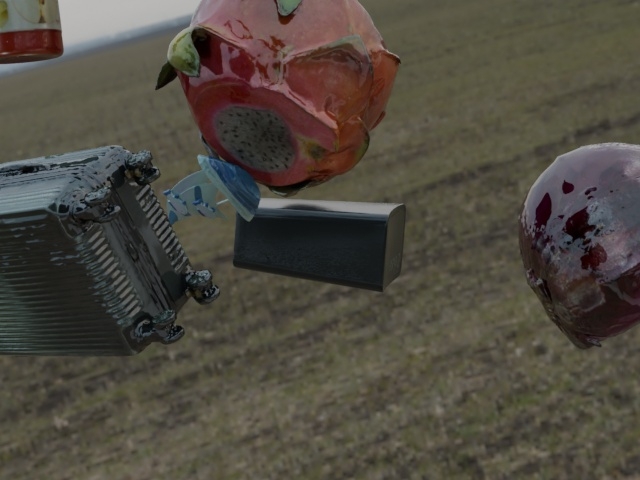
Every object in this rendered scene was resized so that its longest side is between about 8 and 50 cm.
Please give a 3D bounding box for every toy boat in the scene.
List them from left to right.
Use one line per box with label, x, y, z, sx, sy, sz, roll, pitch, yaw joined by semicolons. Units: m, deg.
toy boat;-0.147;-0.064;1.495;0.149;0.105;0.034;1;40;18

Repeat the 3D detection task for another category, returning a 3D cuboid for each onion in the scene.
onion;0.412;-0.014;1.673;0.282;0.260;0.337;-29;-8;10

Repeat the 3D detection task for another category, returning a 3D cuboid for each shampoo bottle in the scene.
shampoo bottle;-0.367;-0.349;1.390;0.104;0.278;0.104;-6;5;1

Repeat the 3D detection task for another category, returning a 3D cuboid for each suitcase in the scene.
suitcase;-0.273;0.016;1.225;0.312;0.202;0.128;-3;32;36

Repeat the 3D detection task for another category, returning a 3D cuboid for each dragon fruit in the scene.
dragon fruit;-0.058;-0.182;1.460;0.291;0.290;0.189;-4;40;42

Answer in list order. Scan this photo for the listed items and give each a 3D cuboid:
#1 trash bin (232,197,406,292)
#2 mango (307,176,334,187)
trash bin;0.000;0.000;1.765;0.226;0.115;0.165;5;10;12
mango;0.011;-0.185;1.864;0.111;0.125;0.233;-4;54;58
